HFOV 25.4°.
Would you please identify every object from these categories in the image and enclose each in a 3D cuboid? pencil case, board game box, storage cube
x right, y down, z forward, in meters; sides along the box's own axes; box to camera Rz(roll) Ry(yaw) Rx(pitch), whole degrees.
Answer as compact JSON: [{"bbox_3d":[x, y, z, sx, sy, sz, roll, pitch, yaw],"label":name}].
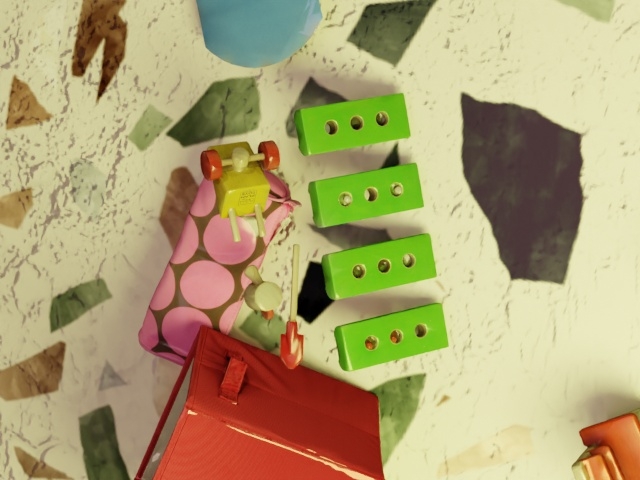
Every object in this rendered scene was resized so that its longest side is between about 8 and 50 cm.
[{"bbox_3d":[-0.100,0.027,1.397,0.098,0.095,0.209,26,110,2],"label":"pencil case"},{"bbox_3d":[-0.058,-0.250,1.369,0.133,0.033,0.168,-13,87,29],"label":"board game box"},{"bbox_3d":[-0.063,0.223,1.323,0.193,0.183,0.215,23,107,-8],"label":"storage cube"}]

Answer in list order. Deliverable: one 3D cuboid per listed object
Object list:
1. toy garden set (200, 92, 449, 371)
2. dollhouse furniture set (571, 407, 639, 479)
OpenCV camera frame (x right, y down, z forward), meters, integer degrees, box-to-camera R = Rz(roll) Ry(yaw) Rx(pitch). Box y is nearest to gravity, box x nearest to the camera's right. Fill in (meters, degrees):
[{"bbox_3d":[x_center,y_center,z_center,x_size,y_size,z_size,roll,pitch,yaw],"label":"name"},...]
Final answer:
[{"bbox_3d":[0.000,0.000,1.316,0.049,0.204,0.244,-2,99,66],"label":"toy garden set"},{"bbox_3d":[0.356,0.168,1.193,0.259,0.135,0.262,-24,88,24],"label":"dollhouse furniture set"}]
